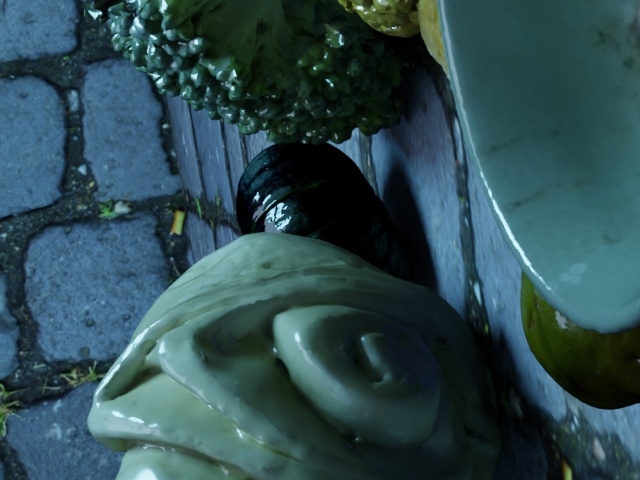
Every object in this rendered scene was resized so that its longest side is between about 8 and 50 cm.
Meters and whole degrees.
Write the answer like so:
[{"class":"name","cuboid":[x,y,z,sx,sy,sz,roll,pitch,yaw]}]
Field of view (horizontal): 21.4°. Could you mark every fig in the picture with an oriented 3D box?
[{"class":"fig","cuboid":[0.147,0.006,0.907,0.185,0.126,0.133,47,180,2]}]

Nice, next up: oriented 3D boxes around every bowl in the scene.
[{"class":"bowl","cuboid":[0.164,-0.110,0.759,0.289,0.146,0.289,170,90,-77]}]

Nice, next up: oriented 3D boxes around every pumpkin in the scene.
[{"class":"pumpkin","cuboid":[0.000,0.000,1.591,0.202,0.140,0.202,58,-175,-8]}]

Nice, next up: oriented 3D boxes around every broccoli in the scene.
[{"class":"broccoli","cuboid":[-0.072,-0.217,1.507,0.324,0.334,0.272,-7,59,57]}]

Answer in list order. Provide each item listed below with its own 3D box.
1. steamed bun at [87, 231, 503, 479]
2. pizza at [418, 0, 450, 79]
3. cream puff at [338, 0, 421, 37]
[{"class":"steamed bun","cuboid":[0.011,0.161,1.356,0.339,0.247,0.352,54,-142,-12]},{"class":"pizza","cuboid":[0.135,-0.144,1.047,0.365,0.073,0.182,-170,68,-78]},{"class":"cream puff","cuboid":[0.049,-0.241,1.241,0.189,0.129,0.189,166,90,-78]}]
